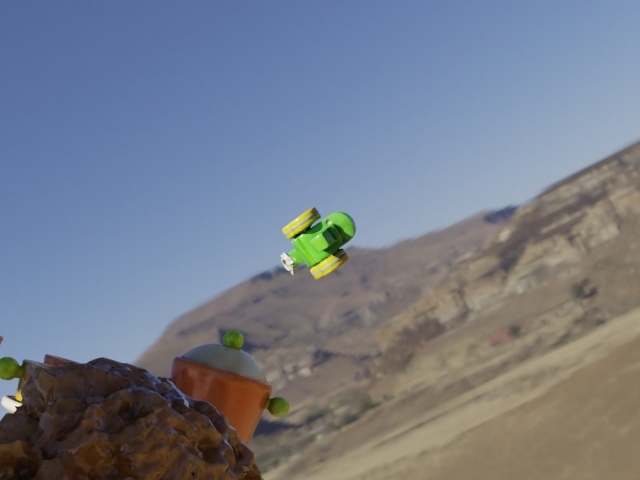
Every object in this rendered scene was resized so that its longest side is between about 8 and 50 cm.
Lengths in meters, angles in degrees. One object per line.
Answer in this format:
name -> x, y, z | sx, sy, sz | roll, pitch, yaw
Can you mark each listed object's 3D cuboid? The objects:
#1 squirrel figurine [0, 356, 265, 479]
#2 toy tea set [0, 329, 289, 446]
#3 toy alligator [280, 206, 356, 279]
squirrel figurine -> -0.165, 0.288, 0.698 | 0.370, 0.397, 0.281 | -40, 36, -28
toy tea set -> -0.197, 0.111, 1.073 | 0.336, 0.124, 0.200 | 21, -8, -32
toy alligator -> 0.000, 0.000, 1.073 | 0.051, 0.056, 0.190 | -34, 0, -12
